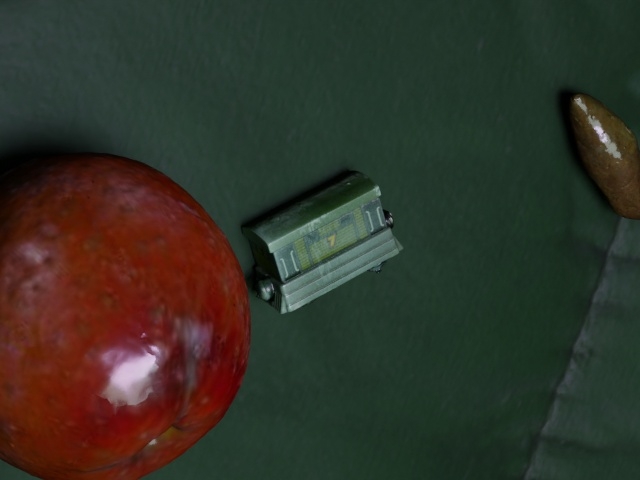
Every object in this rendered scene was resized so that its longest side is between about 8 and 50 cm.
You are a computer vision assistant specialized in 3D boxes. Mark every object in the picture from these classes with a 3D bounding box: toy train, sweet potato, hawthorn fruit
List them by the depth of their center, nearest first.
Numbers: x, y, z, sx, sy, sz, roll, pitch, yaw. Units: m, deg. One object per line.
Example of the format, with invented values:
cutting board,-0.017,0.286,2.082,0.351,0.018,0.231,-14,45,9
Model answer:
hawthorn fruit,-0.113,0.042,0.996,0.172,0.173,0.173,-16,122,-28
toy train,0.000,0.000,1.140,0.093,0.038,0.056,-28,120,-20
sweet potato,0.190,-0.043,1.248,0.041,0.038,0.153,-35,135,15
